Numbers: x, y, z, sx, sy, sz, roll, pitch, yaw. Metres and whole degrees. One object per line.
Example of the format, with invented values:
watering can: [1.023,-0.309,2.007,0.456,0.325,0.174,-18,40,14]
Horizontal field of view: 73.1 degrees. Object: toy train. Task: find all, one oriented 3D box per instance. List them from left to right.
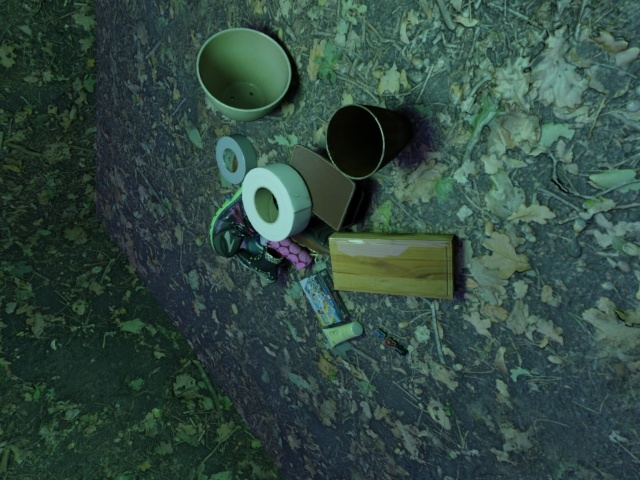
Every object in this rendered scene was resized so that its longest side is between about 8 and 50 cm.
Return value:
toy train: [0.274,0.399,1.702,0.158,0.036,0.027,37,131,28]

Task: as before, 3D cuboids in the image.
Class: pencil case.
pencil case: [-0.136,0.042,1.856,0.209,0.095,0.098,40,107,-7]

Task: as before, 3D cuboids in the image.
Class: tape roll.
tape roll: [-0.386,-0.372,1.977,0.219,0.072,0.219,21,122,38]
tape roll: [-0.167,-0.143,1.615,0.286,0.100,0.286,21,122,38]

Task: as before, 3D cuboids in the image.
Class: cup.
cup: [-0.289,-0.584,1.636,0.331,0.331,0.237,61,164,5]

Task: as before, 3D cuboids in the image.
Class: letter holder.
letter holder: [0.034,-0.214,1.572,0.302,0.152,0.214,39,130,26]

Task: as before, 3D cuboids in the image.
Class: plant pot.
plant pot: [0.170,-0.317,1.321,0.215,0.230,0.215,21,122,37]

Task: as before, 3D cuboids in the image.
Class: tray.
tray: [0.238,0.080,1.463,0.411,0.076,0.202,1,111,23]

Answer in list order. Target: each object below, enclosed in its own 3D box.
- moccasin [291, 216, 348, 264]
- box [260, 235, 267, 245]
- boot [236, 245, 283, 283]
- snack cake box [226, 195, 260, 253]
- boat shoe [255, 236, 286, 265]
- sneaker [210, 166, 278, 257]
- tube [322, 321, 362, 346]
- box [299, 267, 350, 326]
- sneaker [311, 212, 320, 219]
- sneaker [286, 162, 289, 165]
moccasin: [-0.002,0.002,1.720,0.380,0.139,0.147,18,143,39]
box: [-0.212,-0.041,1.957,0.126,0.072,0.137,16,120,40]
boot: [-0.272,0.070,1.960,0.236,0.085,0.178,37,135,13]
snack cake box: [-0.365,-0.073,2.085,0.152,0.089,0.264,23,124,38]
boat shoe: [-0.232,0.059,2.039,0.183,0.066,0.066,44,154,15]
sneaker: [-0.312,-0.092,1.852,0.482,0.185,0.202,-52,57,24]
tube: [0.092,0.407,1.878,0.240,0.062,0.070,-33,43,53]
box: [0.016,0.252,1.887,0.159,0.044,0.233,-30,86,48]
sneaker: [0.001,-0.126,1.707,0.188,0.066,0.071,17,118,39]
sneaker: [-0.108,-0.261,1.777,0.057,0.047,0.119,-4,110,31]
